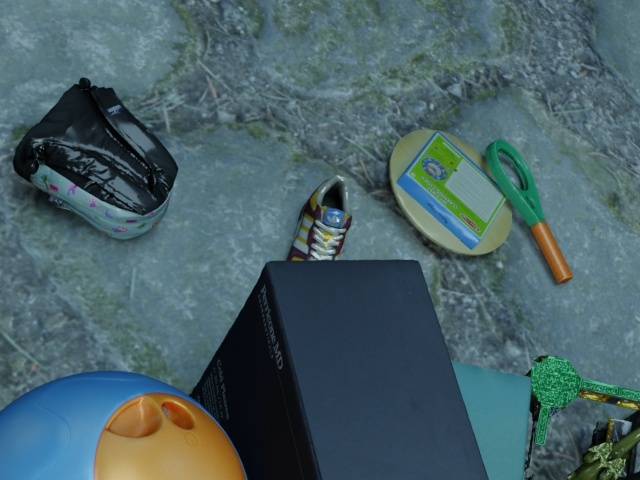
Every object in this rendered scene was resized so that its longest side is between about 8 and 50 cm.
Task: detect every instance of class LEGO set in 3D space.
[{"bbox_3d":[0.323,0.311,1.402,0.254,0.192,0.332,4,71,0],"label":"LEGO set"}]

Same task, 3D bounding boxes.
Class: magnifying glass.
[{"bbox_3d":[0.304,-0.044,1.669,0.092,0.026,0.231,-1,61,-54],"label":"magnifying glass"}]

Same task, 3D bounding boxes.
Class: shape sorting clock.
[{"bbox_3d":[0.184,-0.069,1.633,0.206,0.040,0.206,20,48,-24],"label":"shape sorting clock"}]

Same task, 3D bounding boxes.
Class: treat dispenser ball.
[{"bbox_3d":[-0.207,0.268,1.097,0.288,0.288,0.288,11,56,-17],"label":"treat dispenser ball"}]

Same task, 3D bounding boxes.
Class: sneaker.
[{"bbox_3d":[0.000,0.000,1.483,0.069,0.084,0.186,15,55,-14],"label":"sneaker"}]

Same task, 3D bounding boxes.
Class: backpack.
[{"bbox_3d":[-0.263,-0.088,1.405,0.182,0.115,0.152,34,64,-2],"label":"backpack"}]

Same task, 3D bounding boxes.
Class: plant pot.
[{"bbox_3d":[0.132,0.277,1.328,0.165,0.166,0.234,13,64,-16],"label":"plant pot"}]

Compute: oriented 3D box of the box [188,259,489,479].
[{"bbox_3d":[0.010,0.243,1.182,0.178,0.312,0.343,-1,57,-24],"label":"box"}]
